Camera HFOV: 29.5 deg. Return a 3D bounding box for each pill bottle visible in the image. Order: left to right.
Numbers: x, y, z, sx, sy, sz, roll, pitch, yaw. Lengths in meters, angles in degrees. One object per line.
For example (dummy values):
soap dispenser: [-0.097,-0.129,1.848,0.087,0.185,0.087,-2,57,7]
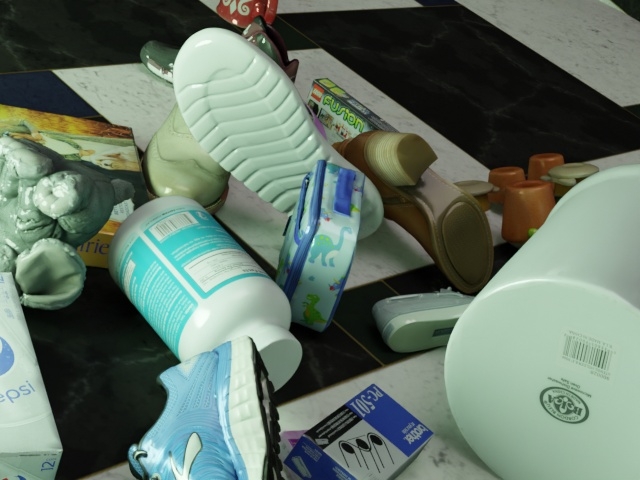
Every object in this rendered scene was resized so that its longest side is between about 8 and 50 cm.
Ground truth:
pill bottle: [-0.134,0.072,1.455,0.146,0.146,0.264,-8,41,-41]

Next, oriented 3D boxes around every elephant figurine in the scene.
elephant figurine: [-0.355,0.010,1.416,0.186,0.239,0.169,26,5,-7]

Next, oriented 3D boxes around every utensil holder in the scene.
utensil holder: [0.368,0.115,1.532,0.328,0.327,0.385,31,34,17]

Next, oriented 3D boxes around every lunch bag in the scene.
lunch bag: [0.000,0.000,1.628,0.090,0.176,0.219,18,30,-6]

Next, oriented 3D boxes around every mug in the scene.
mug: [-0.116,-0.510,2.405,0.150,0.169,0.113,33,31,21]

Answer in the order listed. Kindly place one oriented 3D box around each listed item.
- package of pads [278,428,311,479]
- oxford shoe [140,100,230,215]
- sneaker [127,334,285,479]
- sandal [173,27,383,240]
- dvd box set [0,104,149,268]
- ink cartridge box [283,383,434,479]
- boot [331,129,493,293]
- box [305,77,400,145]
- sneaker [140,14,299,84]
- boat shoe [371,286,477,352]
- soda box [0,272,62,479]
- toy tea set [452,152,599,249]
package of pads: [-0.012,0.249,1.353,0.050,0.032,0.083,4,34,-36]
oxford shoe: [-0.182,-0.165,1.814,0.141,0.146,0.397,18,30,-7]
sneaker: [-0.111,0.253,1.216,0.147,0.129,0.330,-15,46,6]
sandal: [-0.062,-0.148,1.723,0.416,0.169,0.102,50,29,-34]
dvd box set: [-0.443,-0.091,1.613,0.421,0.062,0.307,9,31,-21]
ink cartridge box: [0.047,0.231,1.358,0.097,0.046,0.207,39,21,14]
boot: [0.128,-0.044,1.849,0.109,0.283,0.220,-46,21,-20]
box: [0.050,-0.168,2.002,0.036,0.114,0.207,-13,44,-45]
sneaker: [-0.161,-0.326,2.079,0.281,0.162,0.106,23,29,2]
boat shoe: [0.174,0.098,1.673,0.228,0.079,0.081,-3,42,-31]
soda box: [-0.344,0.151,1.242,0.091,0.098,0.286,3,35,-28]
toy tea set: [0.362,-0.058,2.058,0.200,0.124,0.336,6,18,42]
